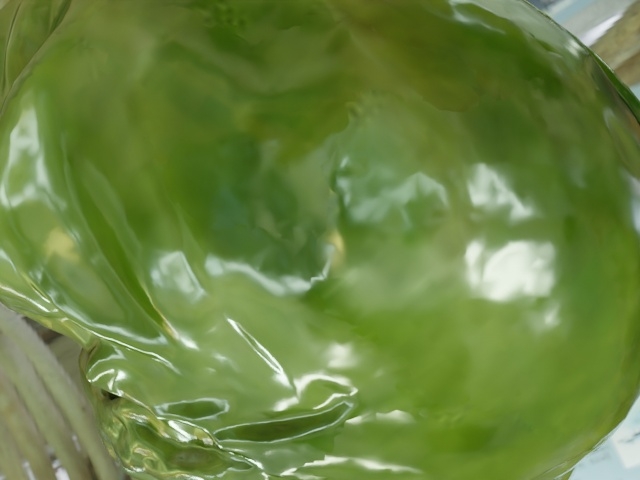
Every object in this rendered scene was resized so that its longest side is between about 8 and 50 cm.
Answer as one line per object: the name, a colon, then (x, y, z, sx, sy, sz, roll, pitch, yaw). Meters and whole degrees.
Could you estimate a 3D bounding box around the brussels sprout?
brussels sprout: (0.016, -0.007, 0.533, 0.361, 0.342, 0.425, -4, 141, 41)
